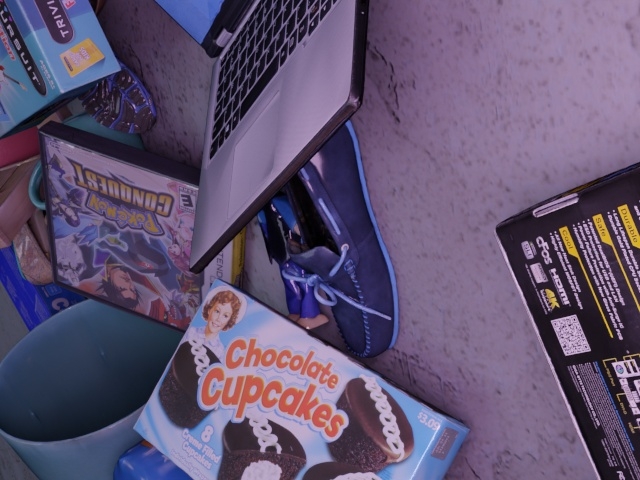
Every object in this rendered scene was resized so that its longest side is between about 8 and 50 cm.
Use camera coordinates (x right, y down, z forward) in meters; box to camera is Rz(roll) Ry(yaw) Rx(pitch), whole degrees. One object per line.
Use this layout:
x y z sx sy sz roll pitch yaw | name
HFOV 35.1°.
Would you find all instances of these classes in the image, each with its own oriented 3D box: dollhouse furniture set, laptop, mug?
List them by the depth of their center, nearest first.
-0.135 -0.237 0.895 0.382 0.236 0.407 139 139 -59 | laptop
-0.315 -0.112 1.351 0.097 0.158 0.129 67 156 10 | mug
-0.527 -0.166 1.409 0.303 0.174 0.355 -12 126 29 | dollhouse furniture set

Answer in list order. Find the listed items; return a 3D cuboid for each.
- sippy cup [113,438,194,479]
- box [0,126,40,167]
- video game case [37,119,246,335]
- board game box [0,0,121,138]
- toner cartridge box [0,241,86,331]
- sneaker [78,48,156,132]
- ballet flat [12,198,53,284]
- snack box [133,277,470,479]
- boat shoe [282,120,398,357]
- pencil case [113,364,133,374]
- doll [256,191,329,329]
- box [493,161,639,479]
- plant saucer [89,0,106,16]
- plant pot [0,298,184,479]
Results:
-0.119 0.294 1.224 0.240 0.224 0.305 21 126 52 | sippy cup
-0.484 -0.252 1.564 0.148 0.127 0.232 49 145 31 | box
-0.222 -0.002 1.265 0.275 0.035 0.248 19 130 15 | video game case
-0.382 -0.273 1.219 0.336 0.079 0.253 -9 107 60 | board game box
-0.496 0.120 1.864 0.348 0.075 0.165 52 145 25 | toner cartridge box
-0.285 -0.221 1.325 0.221 0.087 0.083 45 111 18 | sneaker
-0.490 -0.073 1.724 0.106 0.107 0.316 -4 117 23 | ballet flat
-0.031 0.185 0.997 0.322 0.060 0.187 27 88 39 | snack box
0.000 0.000 0.983 0.109 0.089 0.258 -1 110 56 | boat shoe
-0.315 0.219 1.626 0.209 0.098 0.095 118 169 -53 | pencil case
-0.037 0.001 1.087 0.129 0.046 0.189 -3 104 68 | doll
0.268 0.095 0.633 0.257 0.079 0.322 -28 84 58 | box
-0.318 -0.379 1.312 0.198 0.036 0.198 34 135 44 | plant saucer
-0.276 0.250 1.404 0.293 0.293 0.235 29 145 47 | plant pot
